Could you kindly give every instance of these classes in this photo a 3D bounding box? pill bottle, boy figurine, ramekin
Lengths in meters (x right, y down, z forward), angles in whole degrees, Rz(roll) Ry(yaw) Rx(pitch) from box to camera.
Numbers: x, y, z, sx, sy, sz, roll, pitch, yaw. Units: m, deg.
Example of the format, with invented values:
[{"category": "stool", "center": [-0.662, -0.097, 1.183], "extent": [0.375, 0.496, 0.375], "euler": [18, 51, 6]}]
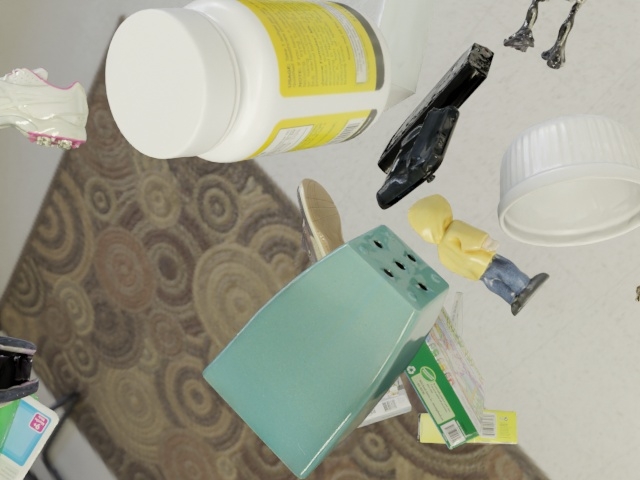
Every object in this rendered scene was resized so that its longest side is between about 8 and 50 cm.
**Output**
[{"category": "pill bottle", "center": [-0.048, -0.123, 0.616], "extent": [0.119, 0.208, 0.119], "euler": [10, 107, 36]}, {"category": "boy figurine", "center": [0.288, 0.023, 1.550], "extent": [0.285, 0.092, 0.177], "euler": [41, 161, 18]}, {"category": "ramekin", "center": [0.341, -0.082, 1.105], "extent": [0.207, 0.207, 0.109], "euler": [-25, 56, 40]}]

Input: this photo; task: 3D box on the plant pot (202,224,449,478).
[{"category": "plant pot", "center": [0.023, 0.108, 0.912], "extent": [0.166, 0.165, 0.234], "euler": [45, 119, 11]}]

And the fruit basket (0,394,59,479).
[{"category": "fruit basket", "center": [-0.608, 0.333, 1.212], "extent": [0.327, 0.353, 0.165], "euler": [28, 166, 19]}]

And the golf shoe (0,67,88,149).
[{"category": "golf shoe", "center": [-0.581, -0.263, 1.505], "extent": [0.115, 0.306, 0.140], "euler": [5, 84, 59]}]

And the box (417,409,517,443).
[{"category": "box", "center": [0.258, 0.336, 1.457], "extent": [0.232, 0.087, 0.058], "euler": [141, 133, -70]}]

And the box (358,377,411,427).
[{"category": "box", "center": [0.115, 0.334, 1.917], "extent": [0.038, 0.145, 0.186], "euler": [82, 170, -58]}]

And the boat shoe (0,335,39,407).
[{"category": "boat shoe", "center": [-0.514, 0.161, 0.989], "extent": [0.158, 0.340, 0.127], "euler": [-22, 73, 36]}]

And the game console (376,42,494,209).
[{"category": "game console", "center": [0.143, -0.142, 1.131], "extent": [0.044, 0.361, 0.213], "euler": [38, 125, -6]}]

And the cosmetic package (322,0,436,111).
[{"category": "cosmetic package", "center": [0.074, -0.351, 1.445], "extent": [0.377, 0.097, 0.284], "euler": [-16, 56, 68]}]

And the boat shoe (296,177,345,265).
[{"category": "boat shoe", "center": [0.000, 0.000, 1.808], "extent": [0.092, 0.103, 0.285], "euler": [-34, 71, 38]}]

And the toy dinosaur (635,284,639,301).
[{"category": "toy dinosaur", "center": [0.607, 0.047, 1.354], "extent": [0.092, 0.183, 0.053], "euler": [154, 95, -80]}]

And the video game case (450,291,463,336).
[{"category": "video game case", "center": [0.248, 0.197, 1.533], "extent": [0.015, 0.166, 0.119], "euler": [7, 135, 16]}]

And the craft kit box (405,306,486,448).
[{"category": "craft kit box", "center": [0.163, 0.152, 1.214], "extent": [0.061, 0.246, 0.250], "euler": [-30, 91, 13]}]

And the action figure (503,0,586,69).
[{"category": "action figure", "center": [0.377, -0.412, 1.234], "extent": [0.164, 0.141, 0.275], "euler": [15, 119, -14]}]
